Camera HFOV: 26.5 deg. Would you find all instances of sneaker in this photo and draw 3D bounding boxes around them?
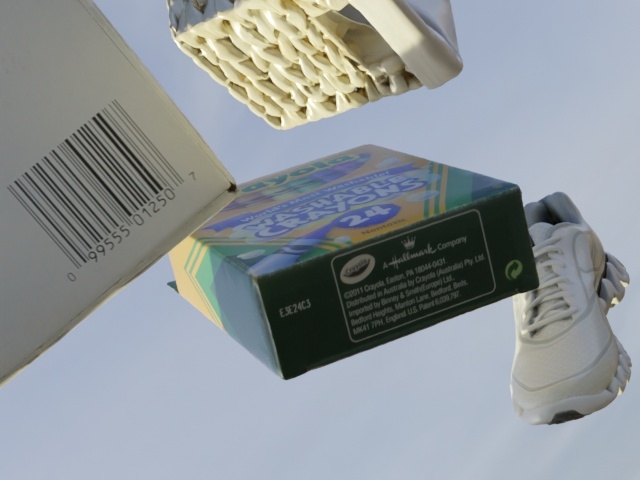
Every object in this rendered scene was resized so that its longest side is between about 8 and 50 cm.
[{"bbox_3d":[0.206,0.057,1.199,0.118,0.110,0.292,64,-160,-21],"label":"sneaker"}]

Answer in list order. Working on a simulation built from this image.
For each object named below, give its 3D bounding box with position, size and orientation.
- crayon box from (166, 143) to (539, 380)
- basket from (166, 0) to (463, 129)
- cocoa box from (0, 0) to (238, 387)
[{"bbox_3d":[0.000,0.000,1.065,0.203,0.323,0.083,-19,-75,-17],"label":"crayon box"},{"bbox_3d":[-0.010,-0.151,0.660,0.103,0.167,0.113,-21,-32,23],"label":"basket"},{"bbox_3d":[-0.259,-0.015,0.806,0.347,0.231,0.228,-40,10,-4],"label":"cocoa box"}]
